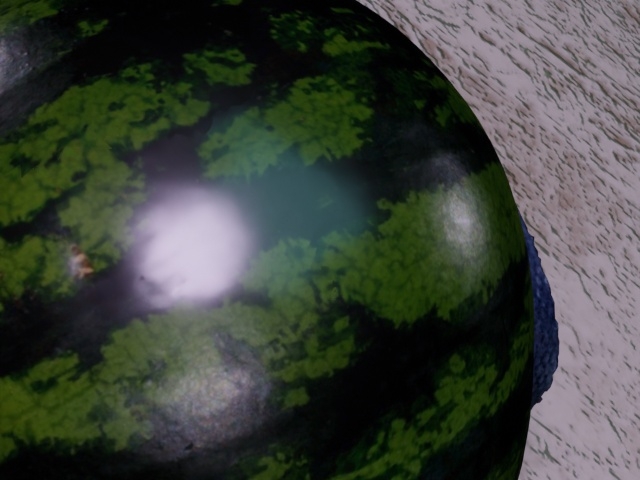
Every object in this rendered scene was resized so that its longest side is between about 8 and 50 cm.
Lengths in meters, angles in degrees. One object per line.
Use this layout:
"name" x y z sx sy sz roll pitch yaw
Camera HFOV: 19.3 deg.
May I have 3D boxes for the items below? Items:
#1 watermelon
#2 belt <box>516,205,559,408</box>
"watermelon" -0.055 0.033 0.628 0.269 0.269 0.269 23 41 -22
"belt" 0.000 0.000 0.816 0.128 0.122 0.218 -4 57 -40
